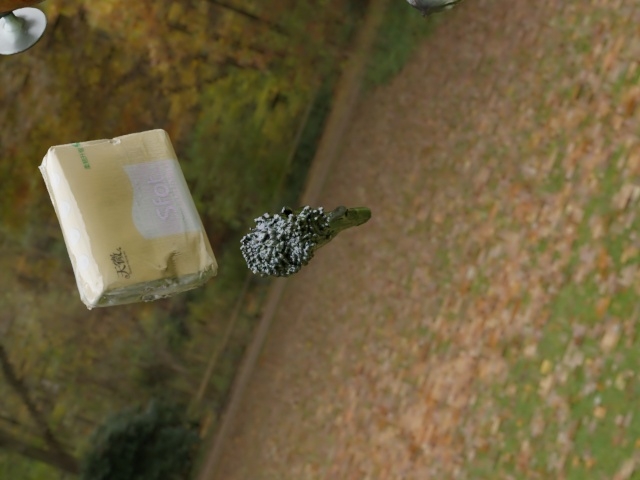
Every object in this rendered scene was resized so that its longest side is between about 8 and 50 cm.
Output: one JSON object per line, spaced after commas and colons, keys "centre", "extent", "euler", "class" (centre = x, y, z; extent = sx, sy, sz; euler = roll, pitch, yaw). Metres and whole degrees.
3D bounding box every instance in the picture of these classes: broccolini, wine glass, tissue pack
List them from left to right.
{"centre": [-0.447, -0.347, 1.823], "extent": [0.202, 0.093, 0.093], "euler": [63, -142, -50], "class": "wine glass"}
{"centre": [-0.249, -0.027, 1.774], "extent": [0.090, 0.186, 0.222], "euler": [-47, 59, 52], "class": "tissue pack"}
{"centre": [-0.013, -0.014, 1.344], "extent": [0.091, 0.068, 0.202], "euler": [-52, -7, 23], "class": "broccolini"}

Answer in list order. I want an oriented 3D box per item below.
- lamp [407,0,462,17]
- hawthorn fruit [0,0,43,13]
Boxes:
{"centre": [0.056, -0.269, 0.914], "extent": [0.101, 0.101, 0.250], "euler": [-73, -29, -51], "class": "lamp"}
{"centre": [-0.162, -0.149, 0.695], "extent": [0.077, 0.077, 0.077], "euler": [-159, 90, -87], "class": "hawthorn fruit"}
